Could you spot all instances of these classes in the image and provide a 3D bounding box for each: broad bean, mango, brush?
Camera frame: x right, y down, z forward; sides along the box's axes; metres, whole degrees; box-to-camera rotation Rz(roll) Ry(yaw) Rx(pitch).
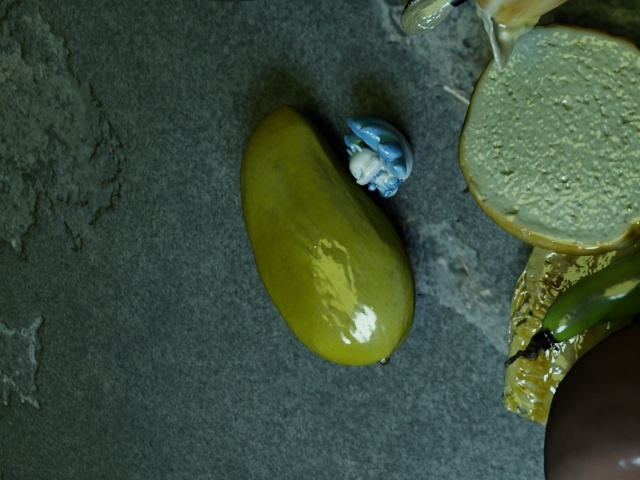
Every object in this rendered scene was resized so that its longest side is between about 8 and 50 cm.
[{"bbox_3d":[0.328,0.042,0.897,0.325,0.067,0.075,-26,51,18],"label":"broad bean"},{"bbox_3d":[-0.003,0.007,1.139,0.195,0.142,0.331,-47,67,39],"label":"mango"},{"bbox_3d":[0.200,-0.294,0.949,0.299,0.039,0.042,-26,87,38],"label":"brush"}]

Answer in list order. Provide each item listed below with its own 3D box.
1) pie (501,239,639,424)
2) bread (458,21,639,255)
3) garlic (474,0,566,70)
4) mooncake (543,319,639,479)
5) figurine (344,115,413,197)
[{"bbox_3d":[0.273,0.063,0.984,0.129,0.068,0.282,19,110,26],"label":"pie"},{"bbox_3d":[0.250,-0.099,0.917,0.236,0.070,0.236,-3,84,29],"label":"bread"},{"bbox_3d":[0.234,-0.326,0.799,0.249,0.286,0.313,38,128,-25],"label":"garlic"},{"bbox_3d":[0.385,0.197,0.843,0.334,0.174,0.326,20,140,-1],"label":"mooncake"},{"bbox_3d":[0.061,-0.105,1.086,0.079,0.114,0.114,-40,81,-8],"label":"figurine"}]
